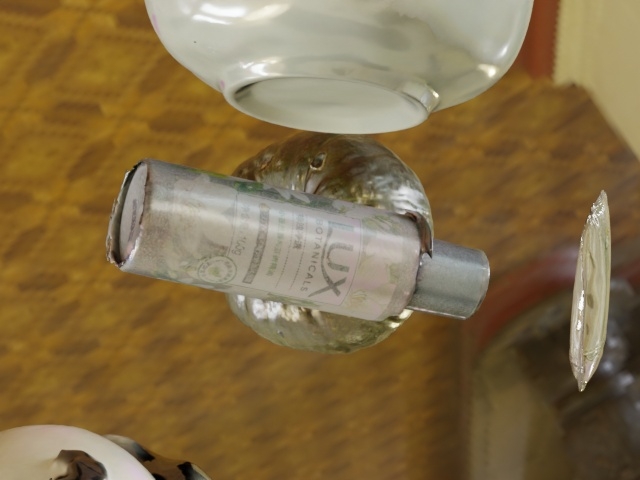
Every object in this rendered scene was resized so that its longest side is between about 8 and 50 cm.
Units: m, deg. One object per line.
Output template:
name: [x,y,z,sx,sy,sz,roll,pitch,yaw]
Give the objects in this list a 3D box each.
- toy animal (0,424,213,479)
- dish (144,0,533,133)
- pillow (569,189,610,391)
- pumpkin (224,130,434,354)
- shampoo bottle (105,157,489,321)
toy animal: [-0.177,0.254,1.333,0.251,0.251,0.310,-29,174,0]
dish: [0.009,-0.139,1.113,0.256,0.117,0.256,5,168,1]
pillow: [0.319,0.057,2.084,0.130,0.038,0.233,-45,139,-62]
pumpkin: [0.000,0.000,1.672,0.223,0.224,0.157,-39,151,20]
shampoo bottle: [-0.008,0.005,1.006,0.214,0.072,0.072,12,139,-20]
